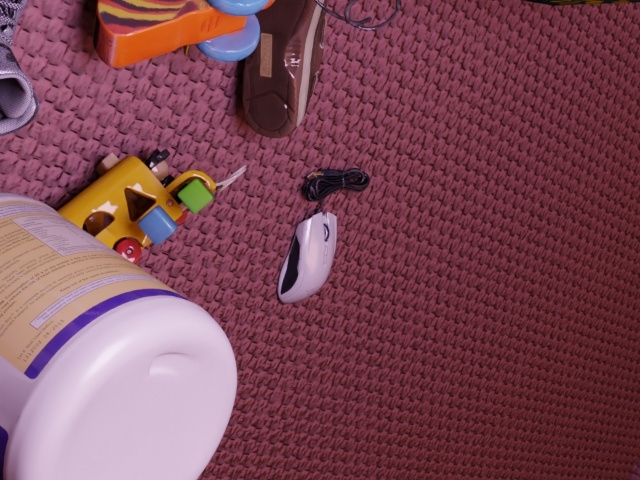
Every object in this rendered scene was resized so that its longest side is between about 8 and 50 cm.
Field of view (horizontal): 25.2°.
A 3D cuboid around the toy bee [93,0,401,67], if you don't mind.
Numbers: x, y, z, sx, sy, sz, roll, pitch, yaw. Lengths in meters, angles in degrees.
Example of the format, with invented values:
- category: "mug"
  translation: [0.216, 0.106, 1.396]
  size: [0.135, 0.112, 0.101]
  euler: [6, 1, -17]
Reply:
- category: "toy bee"
  translation: [-0.098, -0.262, 1.446]
  size: [0.298, 0.162, 0.195]
  euler: [0, 146, -38]

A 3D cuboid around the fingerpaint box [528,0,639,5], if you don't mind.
- category: "fingerpaint box"
  translation: [0.212, -0.488, 1.496]
  size: [0.371, 0.163, 0.445]
  euler: [-2, 94, -48]

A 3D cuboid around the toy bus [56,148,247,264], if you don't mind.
- category: "toy bus"
  translation: [-0.197, -0.040, 1.493]
  size: [0.191, 0.104, 0.202]
  euler: [-38, -175, 19]

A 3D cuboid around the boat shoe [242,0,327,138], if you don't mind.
- category: "boat shoe"
  translation: [-0.035, -0.246, 1.576]
  size: [0.095, 0.095, 0.257]
  euler: [-43, 149, -58]

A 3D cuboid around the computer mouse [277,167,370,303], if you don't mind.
- category: "computer mouse"
  translation: [0.000, 0.000, 1.826]
  size: [0.106, 0.042, 0.193]
  euler: [-7, 120, -51]

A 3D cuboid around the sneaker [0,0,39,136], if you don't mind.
- category: "sneaker"
  translation: [-0.281, -0.183, 1.234]
  size: [0.268, 0.153, 0.101]
  euler: [-53, 146, -9]

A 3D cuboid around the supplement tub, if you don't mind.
- category: "supplement tub"
  translation: [-0.266, 0.100, 1.304]
  size: [0.241, 0.331, 0.241]
  euler: [-31, 137, -35]
